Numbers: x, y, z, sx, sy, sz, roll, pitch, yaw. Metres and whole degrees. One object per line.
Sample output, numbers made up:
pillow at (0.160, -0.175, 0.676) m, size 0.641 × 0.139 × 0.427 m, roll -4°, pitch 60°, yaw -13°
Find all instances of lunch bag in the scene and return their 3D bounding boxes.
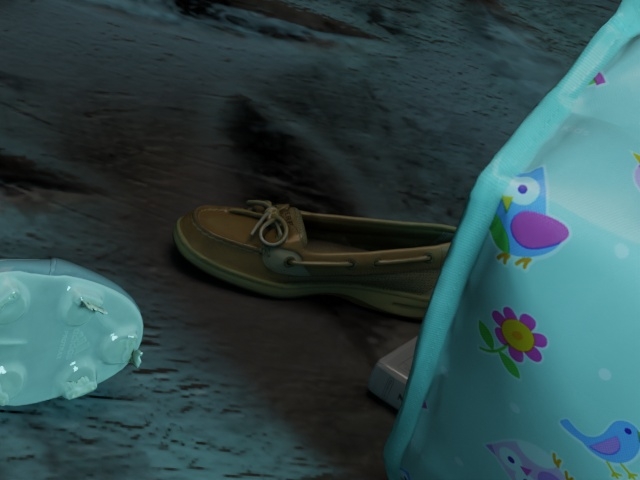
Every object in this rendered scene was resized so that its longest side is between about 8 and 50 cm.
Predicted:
lunch bag at (0.149, 0.072, 0.753) m, size 0.223 × 0.262 × 0.160 m, roll 30°, pitch 50°, yaw 13°

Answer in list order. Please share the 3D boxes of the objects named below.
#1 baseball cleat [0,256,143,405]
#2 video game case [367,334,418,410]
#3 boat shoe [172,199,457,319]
baseball cleat at (-0.178, 0.022, 0.807) m, size 0.206 × 0.072 × 0.109 m, roll 3°, pitch 26°, yaw -37°
video game case at (0.140, 0.084, 0.967) m, size 0.173 × 0.022 × 0.190 m, roll 32°, pitch 29°, yaw 20°
boat shoe at (0.001, 0.001, 0.986) m, size 0.153 × 0.048 × 0.056 m, roll 14°, pitch 29°, yaw -14°
